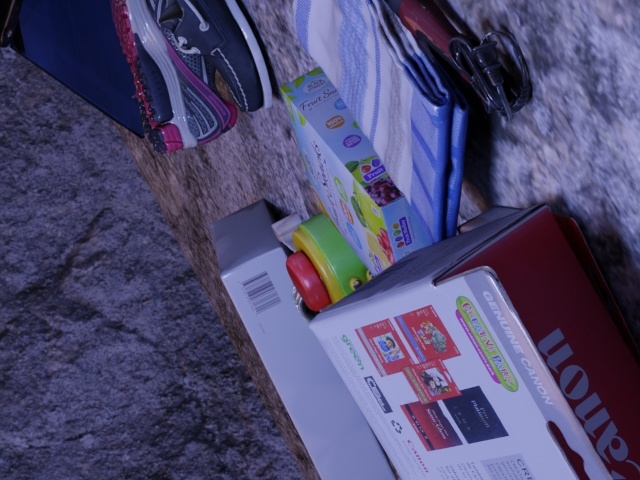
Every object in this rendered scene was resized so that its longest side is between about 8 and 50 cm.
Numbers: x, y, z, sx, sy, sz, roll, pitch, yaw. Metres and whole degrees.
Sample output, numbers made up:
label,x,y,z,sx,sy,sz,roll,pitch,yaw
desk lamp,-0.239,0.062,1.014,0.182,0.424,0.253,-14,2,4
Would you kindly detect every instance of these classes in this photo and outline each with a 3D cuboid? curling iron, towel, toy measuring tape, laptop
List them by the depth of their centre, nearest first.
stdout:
label,x,y,z,sx,sy,sz,roll,pitch,yaw
curling iron,0.073,-0.185,1.228,0.274,0.035,0.068,52,162,37
towel,0.042,-0.144,1.365,0.209,0.034,0.285,88,157,-55
toy measuring tape,0.000,0.000,1.821,0.121,0.121,0.330,67,169,-27
laptop,-0.314,-0.416,2.156,0.408,0.236,0.382,118,147,-45

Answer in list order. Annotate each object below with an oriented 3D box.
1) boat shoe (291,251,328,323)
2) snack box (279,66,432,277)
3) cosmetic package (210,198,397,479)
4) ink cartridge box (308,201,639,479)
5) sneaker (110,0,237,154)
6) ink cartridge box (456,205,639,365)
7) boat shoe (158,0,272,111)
label,x,y,z,sx,sy,sz,roll,pitch,yaw
boat shoe,0.012,0.055,1.936,0.109,0.094,0.302,65,170,-18
snack box,0.050,-0.047,1.578,0.207,0.070,0.174,53,167,43
cosmetic package,-0.026,0.153,2.232,0.377,0.097,0.284,64,178,-16
ink cartridge box,0.170,0.143,1.243,0.309,0.130,0.272,60,152,-4
sneaker,-0.199,-0.260,2.108,0.121,0.112,0.299,142,112,-73
ink cartridge box,0.181,0.048,1.292,0.145,0.045,0.179,63,172,-10
boat shoe,-0.144,-0.268,1.849,0.302,0.091,0.114,66,168,-22
